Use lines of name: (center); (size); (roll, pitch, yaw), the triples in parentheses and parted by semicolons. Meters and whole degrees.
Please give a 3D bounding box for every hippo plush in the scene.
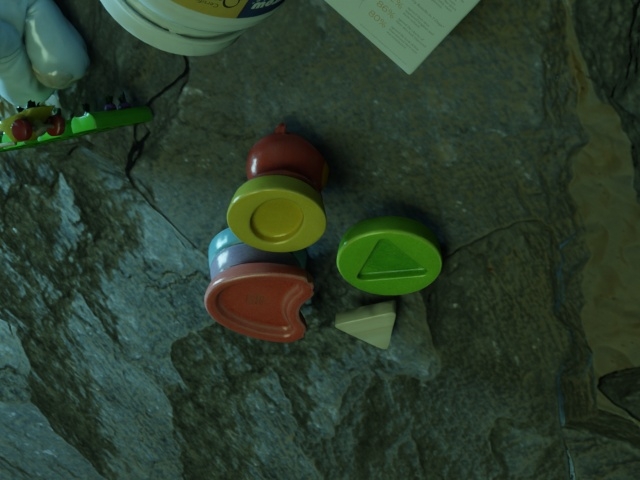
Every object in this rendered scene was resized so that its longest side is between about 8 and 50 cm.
hippo plush: (-0.432, -0.239, 1.941); (0.234, 0.236, 0.294); (47, 137, -10)

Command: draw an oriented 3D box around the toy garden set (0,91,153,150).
toy garden set: (-0.377, -0.151, 2.024); (0.244, 0.204, 0.049); (-8, 94, 37)

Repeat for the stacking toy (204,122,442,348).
stacking toy: (0.000, 0.000, 1.997); (0.280, 0.130, 0.309); (12, 141, -11)

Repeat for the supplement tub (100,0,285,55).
supplement tub: (-0.096, -0.360, 1.619); (0.228, 0.228, 0.316); (40, 138, -2)

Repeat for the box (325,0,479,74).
box: (0.108, -0.285, 1.649); (0.130, 0.091, 0.170); (42, 138, -4)
